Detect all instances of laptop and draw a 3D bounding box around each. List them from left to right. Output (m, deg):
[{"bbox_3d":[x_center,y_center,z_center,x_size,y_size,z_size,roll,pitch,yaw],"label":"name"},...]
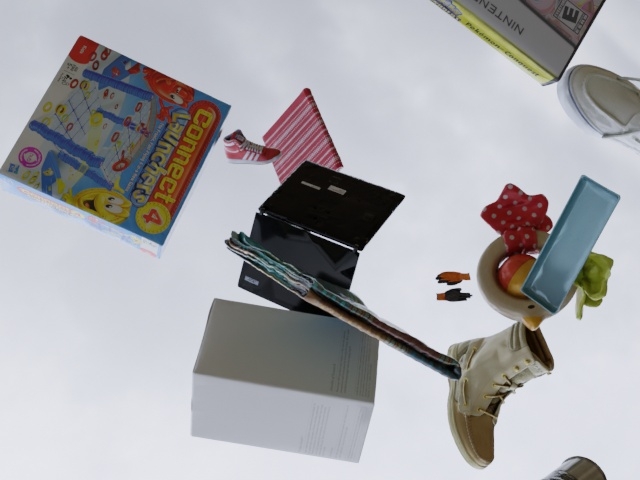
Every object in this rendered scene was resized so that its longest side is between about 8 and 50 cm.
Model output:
[{"bbox_3d":[0.000,0.000,1.614,0.234,0.136,0.264,22,-129,25],"label":"laptop"}]

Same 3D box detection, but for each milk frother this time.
[{"bbox_3d":[0.385,0.429,1.299,0.129,0.143,0.135,35,-155,32],"label":"milk frother"}]

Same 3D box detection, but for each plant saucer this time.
[{"bbox_3d":[0.349,0.007,1.172,0.018,0.192,0.067,0,-150,-44],"label":"plant saucer"}]

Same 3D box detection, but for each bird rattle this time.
[{"bbox_3d":[0.350,0.033,1.388,0.207,0.143,0.253,-42,-112,-15],"label":"bird rattle"}]

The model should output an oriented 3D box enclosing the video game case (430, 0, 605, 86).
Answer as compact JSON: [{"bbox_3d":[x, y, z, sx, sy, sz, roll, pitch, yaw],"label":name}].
[{"bbox_3d":[0.202,-0.336,0.837,0.248,0.274,0.035,33,173,-13],"label":"video game case"}]

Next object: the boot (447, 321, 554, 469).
[{"bbox_3d":[0.345,0.285,1.592,0.095,0.203,0.261,31,-135,-34],"label":"boot"}]

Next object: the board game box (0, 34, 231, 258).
[{"bbox_3d":[-0.360,-0.168,1.510,0.302,0.086,0.308,24,-111,-5],"label":"board game box"}]

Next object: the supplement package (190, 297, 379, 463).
[{"bbox_3d":[-0.059,0.236,1.424,0.293,0.177,0.175,10,-138,0],"label":"supplement package"}]

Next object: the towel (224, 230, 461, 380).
[{"bbox_3d":[0.022,0.086,1.239,0.272,0.040,0.370,30,178,-24],"label":"towel"}]

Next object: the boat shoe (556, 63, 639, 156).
[{"bbox_3d":[0.617,-0.219,1.551,0.367,0.156,0.135,33,-105,-13],"label":"boat shoe"}]

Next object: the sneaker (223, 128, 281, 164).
[{"bbox_3d":[-0.140,-0.190,1.698,0.119,0.067,0.042,-1,-140,13],"label":"sneaker"}]

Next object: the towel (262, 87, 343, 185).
[{"bbox_3d":[-0.046,-0.225,2.094,0.031,0.199,0.274,12,-135,-41],"label":"towel"}]

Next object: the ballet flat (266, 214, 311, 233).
[{"bbox_3d":[-0.067,-0.013,1.761,0.074,0.074,0.203,55,-176,25],"label":"ballet flat"}]

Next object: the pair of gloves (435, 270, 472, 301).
[{"bbox_3d":[0.276,0.095,1.743,0.074,0.010,0.083,-1,-134,6],"label":"pair of gloves"}]
